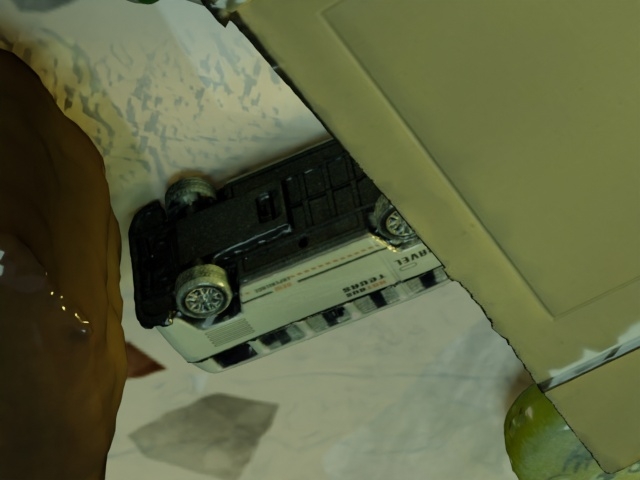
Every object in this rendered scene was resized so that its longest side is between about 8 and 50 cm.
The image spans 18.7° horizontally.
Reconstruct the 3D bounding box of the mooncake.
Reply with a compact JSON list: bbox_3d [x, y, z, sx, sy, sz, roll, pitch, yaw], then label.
[{"bbox_3d":[-0.251,0.031,0.947,0.324,0.187,0.324,-2,128,-2],"label":"mooncake"}]

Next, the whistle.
[{"bbox_3d":[0.203,0.117,1.158,0.198,0.057,0.104,7,139,-21],"label":"whistle"}]

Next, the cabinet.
[{"bbox_3d":[0.121,-0.127,0.791,0.227,0.290,0.318,-29,127,16],"label":"cabinet"}]

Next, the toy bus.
[{"bbox_3d":[0.000,0.000,1.016,0.194,0.087,0.089,-22,135,11],"label":"toy bus"}]

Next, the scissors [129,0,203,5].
[{"bbox_3d":[-0.087,-0.138,0.926,0.204,0.027,0.101,18,128,-17],"label":"scissors"}]
